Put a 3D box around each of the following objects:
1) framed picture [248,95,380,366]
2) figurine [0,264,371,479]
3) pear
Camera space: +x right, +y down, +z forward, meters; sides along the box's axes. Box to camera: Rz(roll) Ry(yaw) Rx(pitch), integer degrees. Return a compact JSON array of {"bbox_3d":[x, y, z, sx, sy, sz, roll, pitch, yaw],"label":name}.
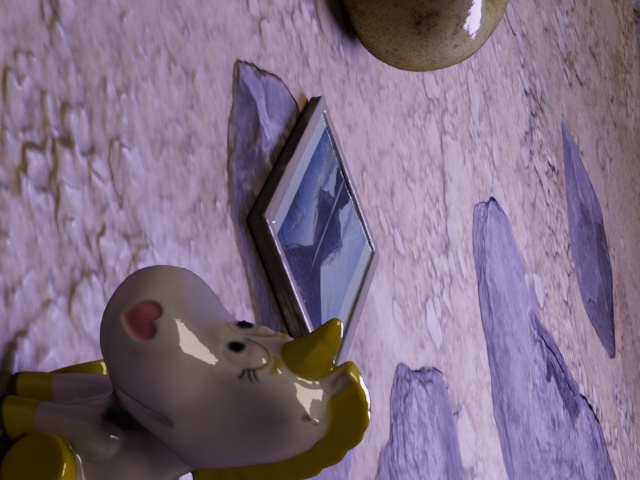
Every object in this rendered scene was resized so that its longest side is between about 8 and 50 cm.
[{"bbox_3d":[0.000,0.000,1.230,0.203,0.015,0.150,-67,141,-59],"label":"framed picture"},{"bbox_3d":[-0.062,0.078,0.773,0.129,0.178,0.109,46,21,-8],"label":"figurine"},{"bbox_3d":[0.086,-0.224,1.423,0.167,0.136,0.167,-7,90,-73],"label":"pear"}]
